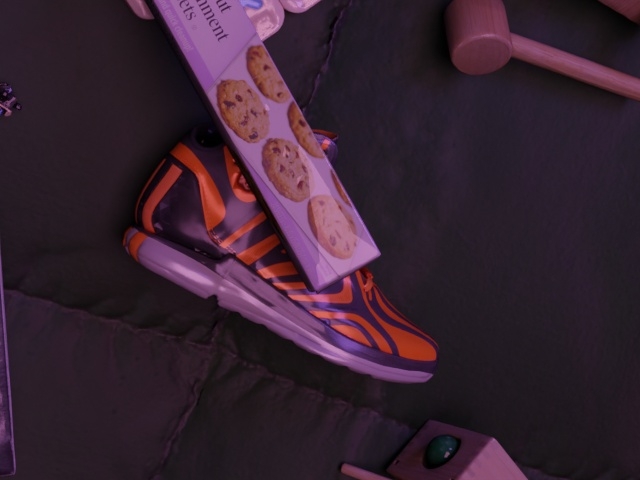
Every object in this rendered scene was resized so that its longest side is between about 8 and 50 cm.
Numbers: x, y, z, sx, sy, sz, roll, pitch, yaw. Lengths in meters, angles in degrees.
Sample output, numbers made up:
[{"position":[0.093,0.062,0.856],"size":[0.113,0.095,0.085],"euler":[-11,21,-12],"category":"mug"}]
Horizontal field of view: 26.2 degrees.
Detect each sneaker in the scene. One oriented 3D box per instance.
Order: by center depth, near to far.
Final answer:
[{"position":[0.000,0.000,1.225],"size":[0.321,0.124,0.180],"euler":[28,91,-23],"category":"sneaker"}]

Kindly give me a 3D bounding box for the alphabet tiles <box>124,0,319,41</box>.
[{"position":[-0.073,-0.318,1.175],"size":[0.284,0.021,0.278],"euler":[-35,112,-4],"category":"alphabet tiles"}]

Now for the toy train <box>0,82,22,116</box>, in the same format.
[{"position":[-0.318,-0.145,1.130],"size":[0.158,0.027,0.036],"euler":[32,92,-22],"category":"toy train"}]

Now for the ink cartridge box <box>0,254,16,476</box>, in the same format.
[{"position":[-0.411,0.064,1.117],"size":[0.304,0.072,0.307],"euler":[-6,104,-19],"category":"ink cartridge box"}]

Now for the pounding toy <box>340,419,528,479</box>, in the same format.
[{"position":[0.120,0.241,1.325],"size":[0.100,0.130,0.141],"euler":[-47,113,-19],"category":"pounding toy"}]

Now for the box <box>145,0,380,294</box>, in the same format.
[{"position":[-0.057,-0.110,1.132],"size":[0.067,0.063,0.324],"euler":[-28,89,-7],"category":"box"}]

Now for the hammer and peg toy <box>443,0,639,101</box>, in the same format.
[{"position":[0.289,-0.274,1.236],"size":[0.266,0.361,0.127],"euler":[18,49,-39],"category":"hammer and peg toy"}]
